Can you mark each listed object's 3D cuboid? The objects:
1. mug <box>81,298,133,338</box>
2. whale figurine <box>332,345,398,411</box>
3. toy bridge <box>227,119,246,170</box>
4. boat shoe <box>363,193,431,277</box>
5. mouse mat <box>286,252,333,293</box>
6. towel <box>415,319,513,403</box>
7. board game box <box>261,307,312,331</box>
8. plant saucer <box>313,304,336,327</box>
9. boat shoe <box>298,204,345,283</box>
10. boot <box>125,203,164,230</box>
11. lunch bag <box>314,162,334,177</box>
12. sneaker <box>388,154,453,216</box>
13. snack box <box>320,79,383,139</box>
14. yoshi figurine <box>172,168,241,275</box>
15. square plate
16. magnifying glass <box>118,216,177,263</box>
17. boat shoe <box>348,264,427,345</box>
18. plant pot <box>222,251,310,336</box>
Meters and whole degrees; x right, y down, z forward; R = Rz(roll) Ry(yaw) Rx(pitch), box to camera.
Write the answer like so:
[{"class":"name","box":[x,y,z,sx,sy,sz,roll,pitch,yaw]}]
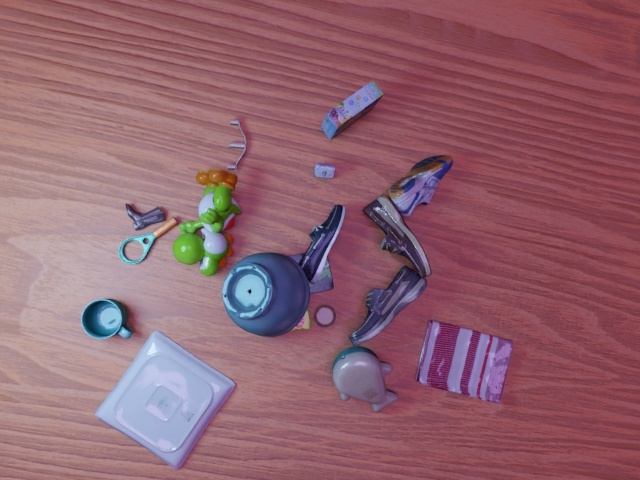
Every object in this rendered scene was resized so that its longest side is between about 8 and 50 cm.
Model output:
[{"class":"mug","box":[-0.715,0.273,1.581,0.130,0.097,0.157,-22,88,-8]},{"class":"whale figurine","box":[0.157,0.482,1.649,0.216,0.141,0.272,-38,113,11]},{"class":"toy bridge","box":[-0.301,-0.345,1.711,0.063,0.026,0.188,3,85,-7]},{"class":"boat shoe","box":[0.270,-0.001,1.685,0.123,0.123,0.342,-32,77,3]},{"class":"mouse mat","box":[-0.055,0.121,1.707,0.190,0.007,0.152,-11,86,-7]},{"class":"towel","box":[0.531,0.445,1.724,0.329,0.037,0.237,15,83,-4]},{"class":"board game box","box":[-0.128,0.279,1.667,0.181,0.043,0.092,-8,86,-6]},{"class":"plant saucer","box":[0.016,0.273,1.696,0.084,0.015,0.083,0,86,-6]},{"class":"boat shoe","box":[0.000,0.000,1.666,0.091,0.114,0.302,23,78,-7]},{"class":"boot","box":[-0.614,-0.100,1.653,0.114,0.037,0.106,-23,101,-4]},{"class":"lunch bag","box":[0.013,-0.253,1.706,0.071,0.083,0.053,7,84,-6]},{"class":"sneaker","box":[0.380,-0.204,1.743,0.296,0.112,0.131,-36,119,-15]},{"class":"snack box","box":[0.109,-0.464,1.688,0.207,0.174,0.070,-36,93,-8]},{"class":"yoshi figurine","box":[-0.405,-0.062,1.606,0.203,0.203,0.362,6,87,11]},{"class":"square plate","box":[-0.529,0.545,1.602,0.344,0.049,0.347,34,83,-2]},{"class":"magnifying glass","box":[-0.603,-0.004,1.648,0.231,0.026,0.092,-38,91,-6]},{"class":"boat shoe","box":[0.221,0.227,1.678,0.355,0.132,0.130,-40,80,-16]},{"class":"plant pot","box":[-0.202,0.171,1.543,0.293,0.196,0.293,-3,79,15]}]
